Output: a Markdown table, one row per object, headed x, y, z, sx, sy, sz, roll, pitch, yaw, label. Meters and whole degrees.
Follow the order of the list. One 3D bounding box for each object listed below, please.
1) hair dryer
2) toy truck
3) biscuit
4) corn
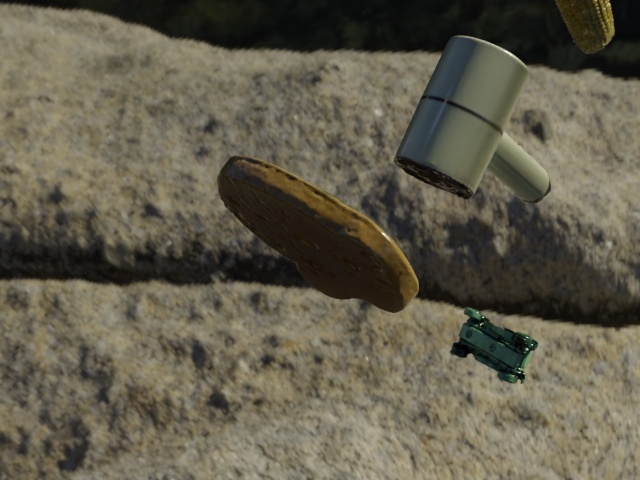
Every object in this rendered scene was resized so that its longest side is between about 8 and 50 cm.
| x | y | z | sx | sy | sz | roll | pitch | yaw | label |
| --- | --- | --- | --- | --- | --- | --- | --- | --- | --- |
| 0.264 | -0.136 | 1.555 | 0.128 | 0.362 | 0.203 | 22 | 85 | 40 | hair dryer |
| 0.279 | 0.167 | 1.618 | 0.154 | 0.078 | 0.080 | 26 | 97 | 52 | toy truck |
| 0.001 | -0.001 | 1.513 | 0.344 | 0.287 | 0.057 | 28 | 70 | 29 | biscuit |
| 0.385 | -0.421 | 1.607 | 0.086 | 0.288 | 0.086 | -24 | 30 | 15 | corn |
